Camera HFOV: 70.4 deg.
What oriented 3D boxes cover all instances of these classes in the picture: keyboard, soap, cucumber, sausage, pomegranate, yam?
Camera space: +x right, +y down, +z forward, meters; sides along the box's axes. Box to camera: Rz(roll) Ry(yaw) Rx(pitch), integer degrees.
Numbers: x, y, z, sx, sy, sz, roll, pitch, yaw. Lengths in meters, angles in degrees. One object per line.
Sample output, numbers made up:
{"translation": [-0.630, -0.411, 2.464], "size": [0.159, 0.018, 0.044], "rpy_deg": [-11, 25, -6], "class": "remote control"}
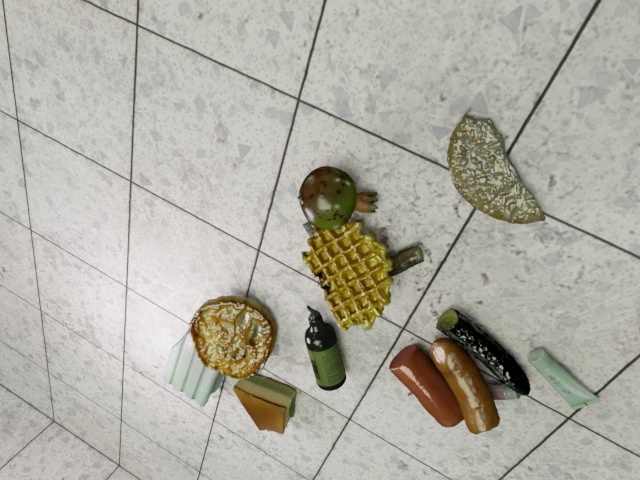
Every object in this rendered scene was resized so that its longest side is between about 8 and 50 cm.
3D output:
{"translation": [0.000, 0.000, 1.292], "size": [0.049, 0.015, 0.129], "rpy_deg": [-21, 107, 34], "class": "keyboard"}
{"translation": [-0.465, 0.459, 1.733], "size": [0.208, 0.115, 0.347], "rpy_deg": [31, 127, 6], "class": "soap"}
{"translation": [0.443, 0.297, 1.204], "size": [0.303, 0.081, 0.072], "rpy_deg": [39, 157, -2], "class": "cucumber"}
{"translation": [0.396, 0.388, 1.245], "size": [0.109, 0.109, 0.270], "rpy_deg": [-32, 85, 36], "class": "sausage"}
{"translation": [0.321, 0.426, 1.313], "size": [0.259, 0.113, 0.113], "rpy_deg": [47, 127, -1], "class": "sausage"}
{"translation": [0.042, -0.105, 1.139], "size": [0.205, 0.159, 0.159], "rpy_deg": [6, 124, -7], "class": "pomegranate"}
{"translation": [0.160, 0.083, 1.236], "size": [0.274, 0.061, 0.061], "rpy_deg": [-27, 103, 35], "class": "yam"}

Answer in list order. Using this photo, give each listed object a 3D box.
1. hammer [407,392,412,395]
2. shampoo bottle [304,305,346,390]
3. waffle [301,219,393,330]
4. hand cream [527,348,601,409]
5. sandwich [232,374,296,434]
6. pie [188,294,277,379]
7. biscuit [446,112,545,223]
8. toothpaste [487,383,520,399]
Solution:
{"translation": [0.305, 0.458, 1.408], "size": [0.035, 0.019, 0.110], "rpy_deg": [39, 133, 1], "class": "hammer"}
{"translation": [0.008, 0.337, 1.432], "size": [0.101, 0.101, 0.284], "rpy_deg": [0, 117, 27], "class": "shampoo bottle"}
{"translation": [0.070, 0.088, 1.225], "size": [0.283, 0.065, 0.309], "rpy_deg": [18, 106, 27], "class": "waffle"}
{"translation": [0.622, 0.361, 1.169], "size": [0.205, 0.050, 0.078], "rpy_deg": [43, 126, -8], "class": "hand cream"}
{"translation": [-0.212, 0.611, 1.697], "size": [0.220, 0.108, 0.186], "rpy_deg": [17, 123, 15], "class": "sandwich"}
{"translation": [-0.290, 0.323, 1.544], "size": [0.315, 0.092, 0.315], "rpy_deg": [1, 108, 3], "class": "pie"}
{"translation": [0.367, -0.142, 1.009], "size": [0.141, 0.038, 0.290], "rpy_deg": [-28, 101, 37], "class": "biscuit"}
{"translation": [0.467, 0.433, 1.296], "size": [0.194, 0.043, 0.067], "rpy_deg": [-17, 107, 40], "class": "toothpaste"}
